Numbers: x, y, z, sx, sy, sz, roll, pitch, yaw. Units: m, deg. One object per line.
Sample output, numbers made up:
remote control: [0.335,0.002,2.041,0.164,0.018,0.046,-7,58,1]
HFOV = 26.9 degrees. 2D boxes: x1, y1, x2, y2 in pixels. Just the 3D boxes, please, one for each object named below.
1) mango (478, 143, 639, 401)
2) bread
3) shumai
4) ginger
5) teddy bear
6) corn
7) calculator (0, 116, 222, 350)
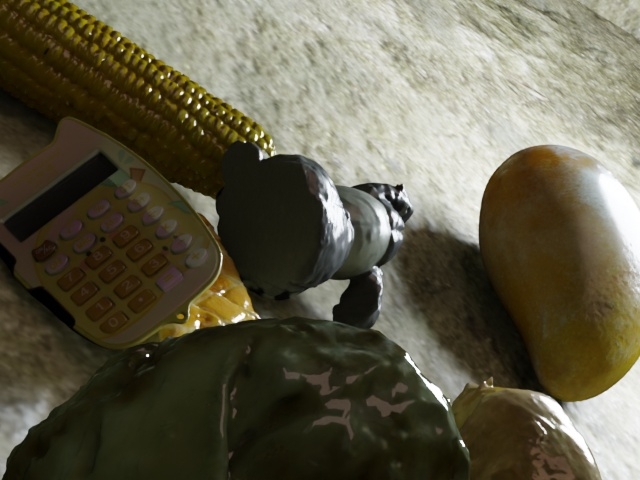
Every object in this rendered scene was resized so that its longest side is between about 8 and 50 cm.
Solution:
mango: [0.303,0.030,1.641,0.221,0.199,0.384,32,39,-26]
bread: [-0.132,0.043,1.222,0.125,0.068,0.188,10,38,-41]
shumai: [-0.091,0.187,0.771,0.288,0.330,0.292,4,55,-62]
ginger: [0.187,0.239,1.234,0.152,0.138,0.267,21,36,-20]
teddy bear: [-0.007,0.010,1.377,0.251,0.144,0.171,25,61,-56]
corn: [-0.211,-0.151,1.375,0.363,0.120,0.120,30,28,-12]
calculator: [-0.192,-0.001,1.163,0.157,0.033,0.236,-38,63,-20]
